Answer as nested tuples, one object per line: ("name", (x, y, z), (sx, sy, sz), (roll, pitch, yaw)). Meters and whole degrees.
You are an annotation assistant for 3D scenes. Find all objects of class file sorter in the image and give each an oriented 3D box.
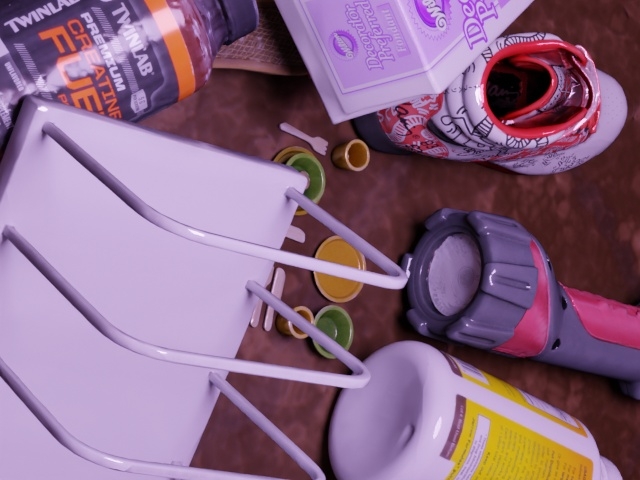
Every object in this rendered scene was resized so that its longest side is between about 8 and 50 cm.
("file sorter", (-0.099, 0.093, 1.052), (0.193, 0.173, 0.277), (14, 104, -38))

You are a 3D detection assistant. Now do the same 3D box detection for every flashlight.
("flashlight", (0.199, 0.050, 1.403), (0.304, 0.103, 0.103), (13, 52, -39))

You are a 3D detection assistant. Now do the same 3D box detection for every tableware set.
("tableware set", (0.000, 0.000, 1.292), (0.104, 0.024, 0.154), (22, 74, -36))

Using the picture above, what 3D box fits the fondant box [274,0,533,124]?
("fondant box", (0.069, -0.261, 1.264), (0.330, 0.096, 0.238), (-45, 116, -46))

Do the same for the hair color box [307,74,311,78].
("hair color box", (0.006, -0.191, 1.294), (0.072, 0.043, 0.141), (-26, 103, -36))

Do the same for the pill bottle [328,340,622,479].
("pill bottle", (0.117, 0.159, 1.318), (0.215, 0.117, 0.117), (27, 71, -34))

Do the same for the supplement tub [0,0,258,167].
("supplement tub", (-0.138, -0.113, 1.101), (0.198, 0.106, 0.106), (-30, 107, -14))

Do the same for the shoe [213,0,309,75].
("shoe", (-0.093, -0.149, 1.212), (0.219, 0.058, 0.076), (10, 104, -34))

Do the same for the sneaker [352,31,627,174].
("sneaker", (0.167, -0.097, 1.352), (0.270, 0.145, 0.090), (0, 88, -39))
